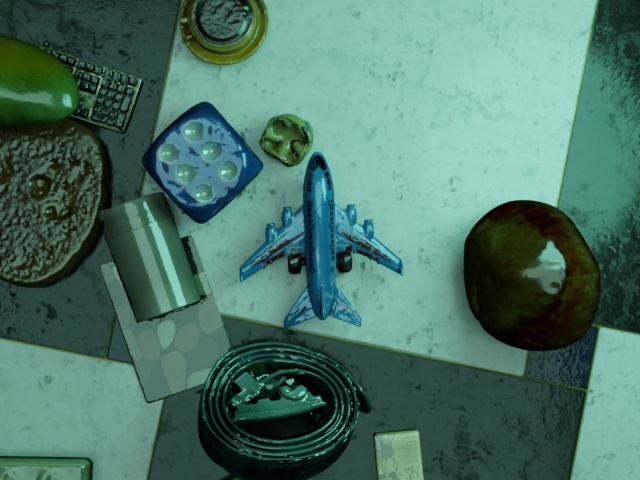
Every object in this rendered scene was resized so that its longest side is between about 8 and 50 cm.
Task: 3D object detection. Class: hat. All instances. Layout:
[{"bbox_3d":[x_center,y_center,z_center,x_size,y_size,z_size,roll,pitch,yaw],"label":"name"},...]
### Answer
[{"bbox_3d":[-0.046,-0.162,1.866,0.077,0.059,0.076,34,121,10],"label":"hat"}]

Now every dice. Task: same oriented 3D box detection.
[{"bbox_3d":[-0.182,-0.118,1.820,0.146,0.146,0.143,-42,92,1],"label":"dice"}]

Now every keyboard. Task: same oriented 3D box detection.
[{"bbox_3d":[-0.446,-0.267,1.877,0.316,0.027,0.106,17,88,0],"label":"keyboard"}]

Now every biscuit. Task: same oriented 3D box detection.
[{"bbox_3d":[-0.463,-0.072,1.855,0.257,0.049,0.273,23,83,2],"label":"biscuit"}]

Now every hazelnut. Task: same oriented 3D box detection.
[{"bbox_3d":[0.333,0.051,1.795,0.217,0.218,0.234,-9,88,-2],"label":"hazelnut"}]

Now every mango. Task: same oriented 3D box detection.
[{"bbox_3d":[-0.485,-0.242,1.792,0.250,0.114,0.156,4,48,8],"label":"mango"}]

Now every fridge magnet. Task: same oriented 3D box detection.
[{"bbox_3d":[-0.153,-0.348,1.868,0.143,0.063,0.143,0,86,2],"label":"fridge magnet"}]

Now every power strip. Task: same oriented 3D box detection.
[{"bbox_3d":[-0.484,0.388,1.827,0.256,0.070,0.105,1,87,0],"label":"power strip"}]

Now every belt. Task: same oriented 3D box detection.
[{"bbox_3d":[-0.055,0.262,1.793,0.267,0.116,0.207,1,55,-8],"label":"belt"}]

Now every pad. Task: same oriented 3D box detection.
[{"bbox_3d":[-0.239,0.124,1.876,0.158,0.003,0.235,-19,88,-2],"label":"pad"}]

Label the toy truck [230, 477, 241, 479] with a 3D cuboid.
[{"bbox_3d":[-0.152,0.433,1.813,0.226,0.114,0.098,-31,110,-2],"label":"toy truck"}]

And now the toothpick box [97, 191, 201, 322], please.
[{"bbox_3d":[-0.263,0.025,1.823,0.111,0.111,0.181,-20,89,-2],"label":"toothpick box"}]

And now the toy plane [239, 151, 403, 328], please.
[{"bbox_3d":[0.000,0.000,1.837,0.254,0.105,0.272,-2,87,-2],"label":"toy plane"}]

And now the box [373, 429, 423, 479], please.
[{"bbox_3d":[0.126,0.376,1.866,0.073,0.020,0.149,-6,88,-2],"label":"box"}]
